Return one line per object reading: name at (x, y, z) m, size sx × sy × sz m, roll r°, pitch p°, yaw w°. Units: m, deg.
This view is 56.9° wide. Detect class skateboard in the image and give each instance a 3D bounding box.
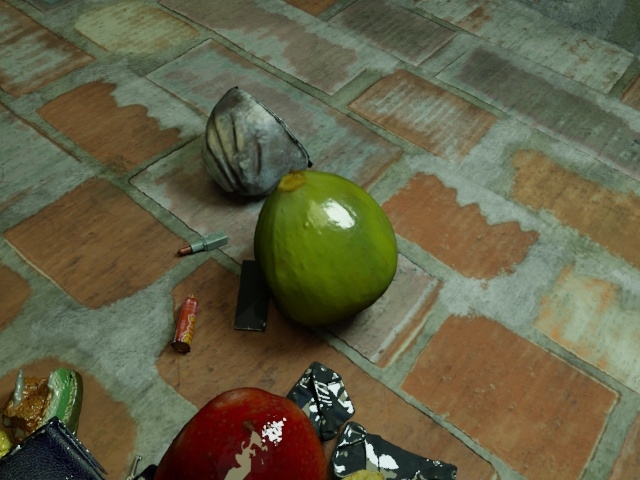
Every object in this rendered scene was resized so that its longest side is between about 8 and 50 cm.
skateboard at (-0.324, 0.447, 1.141) m, size 0.083 × 0.032 × 0.064 m, roll 4°, pitch 41°, yaw 2°

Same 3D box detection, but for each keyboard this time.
keyboard at (-0.160, 0.129, 1.414) m, size 0.074 × 0.015 × 0.197 m, roll 1°, pitch 51°, yaw 0°

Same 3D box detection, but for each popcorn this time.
popcorn at (-0.638, 0.391, 1.120) m, size 0.084 × 0.084 × 0.084 m, roll 2°, pitch 52°, yaw -3°

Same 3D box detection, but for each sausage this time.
sausage at (-0.302, 0.183, 1.341) m, size 0.050 × 0.048 × 0.145 m, roll 32°, pitch 40°, yaw -28°

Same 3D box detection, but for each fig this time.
fig at (0.001, 0.010, 1.308) m, size 0.343 × 0.343 × 0.343 m, roll 2°, pitch 52°, yaw -3°

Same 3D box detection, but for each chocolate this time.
chocolate at (-0.194, -0.224, 1.548) m, size 0.303 × 0.303 × 0.213 m, roll 40°, pitch 82°, yaw 24°

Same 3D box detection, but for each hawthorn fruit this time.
hawthorn fruit at (-0.146, 0.394, 0.979) m, size 0.307 × 0.265 × 0.265 m, roll -23°, pitch 56°, yaw -35°

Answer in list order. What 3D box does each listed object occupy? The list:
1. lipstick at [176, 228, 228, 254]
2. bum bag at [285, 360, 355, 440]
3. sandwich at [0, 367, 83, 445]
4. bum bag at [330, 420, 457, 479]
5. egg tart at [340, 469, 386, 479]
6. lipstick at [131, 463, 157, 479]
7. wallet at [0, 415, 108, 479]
lipstick at (-0.298, 0.011, 1.484) m, size 0.129 × 0.030 × 0.030 m, roll -21°, pitch 56°, yaw -20°
bum bag at (-0.058, 0.386, 1.178) m, size 0.137 × 0.074 × 0.310 m, roll 39°, pitch 71°, yaw 19°
sandwich at (-0.550, 0.342, 1.152) m, size 0.159 × 0.109 × 0.185 m, roll 2°, pitch 51°, yaw -6°
bum bag at (0.144, 0.450, 1.155) m, size 0.248 × 0.060 × 0.123 m, roll 17°, pitch 52°, yaw 8°
egg tart at (0.050, 0.519, 1.023) m, size 0.105 × 0.241 × 0.241 m, roll -8°, pitch 38°, yaw 43°
lipstick at (-0.217, 0.518, 1.048) m, size 0.299 × 0.081 × 0.081 m, roll 36°, pitch 57°, yaw 13°
wallet at (-0.501, 0.474, 1.022) m, size 0.262 × 0.071 × 0.221 m, roll -41°, pitch 100°, yaw -25°
